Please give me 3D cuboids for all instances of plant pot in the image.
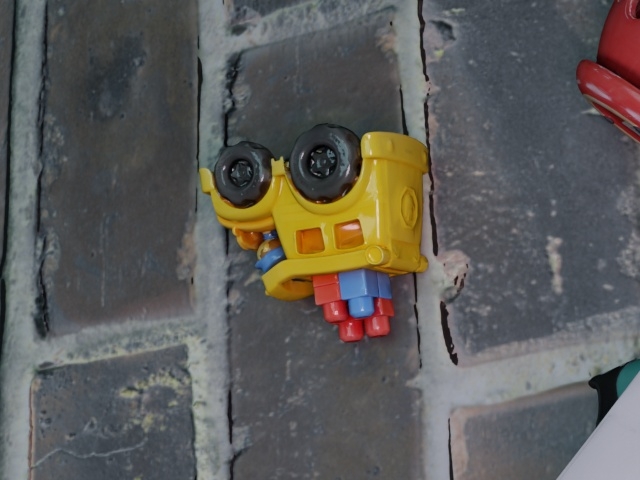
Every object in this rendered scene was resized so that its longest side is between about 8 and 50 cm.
[{"bbox_3d":[0.343,-0.168,1.598,0.191,0.191,0.174,41,95,34],"label":"plant pot"}]

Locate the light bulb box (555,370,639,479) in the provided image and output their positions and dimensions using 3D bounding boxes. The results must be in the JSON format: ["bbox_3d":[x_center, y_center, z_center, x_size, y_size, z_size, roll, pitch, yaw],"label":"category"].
[{"bbox_3d":[0.374,0.309,1.215,0.225,0.361,0.358,-52,30,-1],"label":"light bulb box"}]

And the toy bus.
[{"bbox_3d":[0.000,0.000,1.750,0.220,0.149,0.211,-8,82,27],"label":"toy bus"}]

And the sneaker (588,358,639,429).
[{"bbox_3d":[0.281,0.253,1.515,0.121,0.108,0.302,-6,67,39],"label":"sneaker"}]
